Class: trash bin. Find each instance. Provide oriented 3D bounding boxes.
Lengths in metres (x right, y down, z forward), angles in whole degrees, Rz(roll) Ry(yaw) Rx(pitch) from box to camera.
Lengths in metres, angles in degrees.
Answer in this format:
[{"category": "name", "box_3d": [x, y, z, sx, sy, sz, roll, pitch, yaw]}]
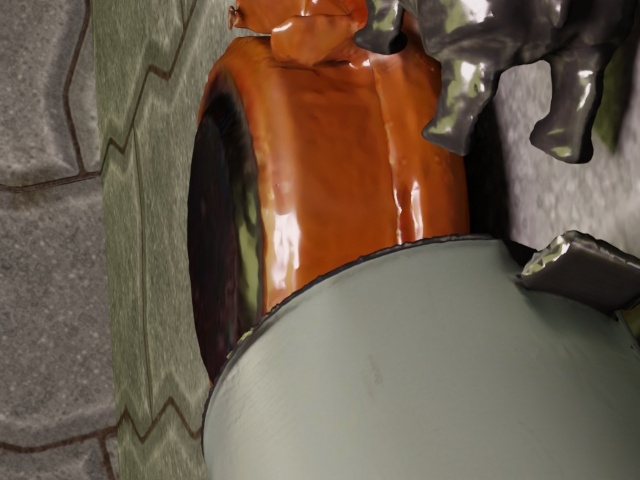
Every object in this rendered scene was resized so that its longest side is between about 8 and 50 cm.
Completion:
[{"category": "trash bin", "box_3d": [0.076, 0.162, 0.586, 0.277, 0.217, 0.262, -54, 34, 27]}]

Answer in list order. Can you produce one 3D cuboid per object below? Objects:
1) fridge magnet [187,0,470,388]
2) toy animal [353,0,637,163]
[{"category": "fridge magnet", "box_3d": [0.000, 0.000, 0.941, 0.363, 0.155, 0.363, 178, 90, -75]}, {"category": "toy animal", "box_3d": [0.070, -0.184, 0.763, 0.343, 0.106, 0.168, -105, 23, -45]}]
